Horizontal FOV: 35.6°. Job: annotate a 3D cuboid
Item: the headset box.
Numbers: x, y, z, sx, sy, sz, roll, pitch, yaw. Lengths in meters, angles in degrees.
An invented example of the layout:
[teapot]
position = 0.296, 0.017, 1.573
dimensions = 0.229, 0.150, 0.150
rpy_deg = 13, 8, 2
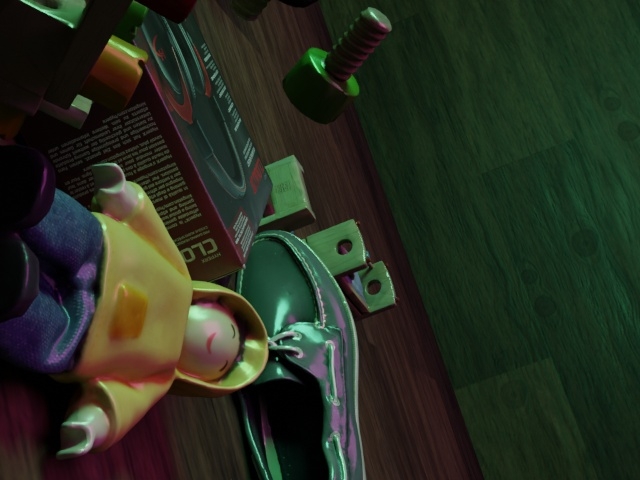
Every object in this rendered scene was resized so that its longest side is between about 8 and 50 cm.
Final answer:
[headset box]
position = -0.141, -0.095, 0.792
dimensions = 0.218, 0.110, 0.293
rpy_deg = -79, 146, -71

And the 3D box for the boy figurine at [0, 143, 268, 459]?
[boy figurine]
position = -0.126, 0.050, 0.615
dimensions = 0.285, 0.092, 0.177
rpy_deg = 42, 50, -58

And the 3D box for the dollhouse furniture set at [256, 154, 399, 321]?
[dollhouse furniture set]
position = 0.000, 0.000, 1.240
dimensions = 0.129, 0.129, 0.183
rpy_deg = 52, 20, -56

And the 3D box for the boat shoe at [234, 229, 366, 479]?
[boat shoe]
position = -0.025, 0.124, 0.934
dimensions = 0.099, 0.116, 0.319
rpy_deg = 54, 23, -65

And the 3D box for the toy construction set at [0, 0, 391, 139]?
[toy construction set]
position = -0.181, -0.137, 0.511
dimensions = 0.309, 0.237, 0.257
rpy_deg = 11, 43, -44
